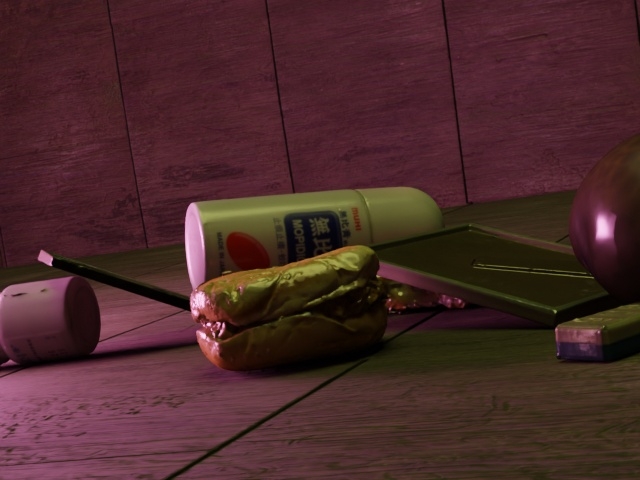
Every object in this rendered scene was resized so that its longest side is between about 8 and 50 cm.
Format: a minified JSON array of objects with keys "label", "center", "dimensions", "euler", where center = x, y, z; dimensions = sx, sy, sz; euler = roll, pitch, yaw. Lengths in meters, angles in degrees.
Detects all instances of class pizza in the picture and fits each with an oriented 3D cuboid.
[{"label":"pizza","center":[0.086,0.050,1.685],"dimensions":[0.297,0.071,0.189],"euler":[-8,5,26]}]

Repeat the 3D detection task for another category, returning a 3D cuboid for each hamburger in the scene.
[{"label":"hamburger","center":[-0.031,0.068,1.399],"dimensions":[0.214,0.108,0.214],"euler":[-8,3,0]}]

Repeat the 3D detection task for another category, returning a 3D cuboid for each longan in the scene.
[{"label":"longan","center":[0.334,-0.018,1.281],"dimensions":[0.198,0.198,0.212],"euler":[-10,-8,-9]}]

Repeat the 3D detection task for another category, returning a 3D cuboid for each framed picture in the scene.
[{"label":"framed picture","center":[0.208,0.030,1.509],"dimensions":[0.232,0.024,0.315],"euler":[-12,18,-41]},{"label":"framed picture","center":[-0.221,0.063,1.712],"dimensions":[0.266,0.018,0.192],"euler":[19,-3,-16]}]

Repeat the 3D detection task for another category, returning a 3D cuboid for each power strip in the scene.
[{"label":"power strip","center":[0.261,0.076,1.165],"dimensions":[0.123,0.032,0.056],"euler":[-11,6,-39]}]

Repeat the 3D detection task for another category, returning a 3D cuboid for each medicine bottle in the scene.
[{"label":"medicine bottle","center":[0.000,0.000,1.787],"dimensions":[0.341,0.130,0.130],"euler":[-5,2,-17]},{"label":"medicine bottle","center":[-0.370,0.104,1.702],"dimensions":[0.168,0.105,0.105],"euler":[-8,4,12]}]
